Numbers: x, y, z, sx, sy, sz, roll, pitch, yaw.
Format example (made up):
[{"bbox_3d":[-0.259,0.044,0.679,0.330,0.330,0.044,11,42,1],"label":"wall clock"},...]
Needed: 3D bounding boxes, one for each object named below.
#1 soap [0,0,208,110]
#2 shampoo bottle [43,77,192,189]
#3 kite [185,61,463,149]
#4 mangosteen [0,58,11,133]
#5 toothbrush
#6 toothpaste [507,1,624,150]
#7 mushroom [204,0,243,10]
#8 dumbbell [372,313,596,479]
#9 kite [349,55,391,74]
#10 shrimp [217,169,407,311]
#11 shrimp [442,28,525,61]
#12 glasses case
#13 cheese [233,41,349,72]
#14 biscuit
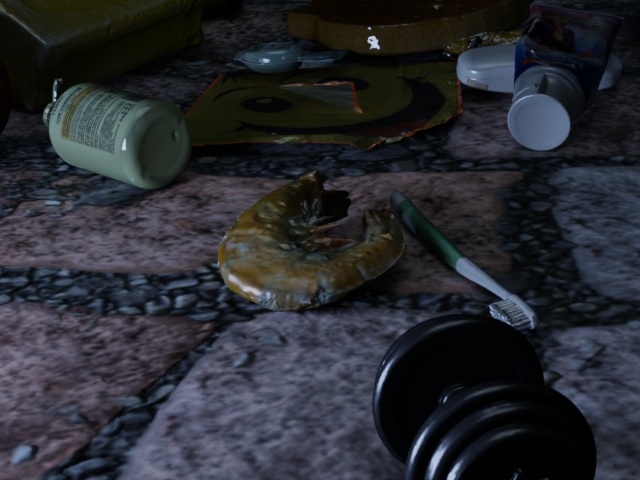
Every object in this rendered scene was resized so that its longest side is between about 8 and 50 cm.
[{"bbox_3d":[-0.272,-0.268,1.622,0.199,0.091,0.315,41,38,13],"label":"soap"},{"bbox_3d":[-0.191,-0.098,1.312,0.162,0.079,0.079,17,30,42],"label":"shampoo bottle"},{"bbox_3d":[-0.010,-0.142,1.477,0.377,0.013,0.327,-19,27,-31],"label":"kite"},{"bbox_3d":[-0.376,-0.133,1.340,0.181,0.146,0.156,-22,-7,-21],"label":"mangosteen"},{"bbox_3d":[0.098,0.011,1.084,0.024,0.018,0.257,-15,25,-12],"label":"toothbrush"},{"bbox_3d":[0.228,-0.172,1.403,0.096,0.061,0.266,13,34,11],"label":"toothpaste"},{"bbox_3d":[-0.250,-0.337,1.881,0.333,0.107,0.087,5,57,17],"label":"mushroom"},{"bbox_3d":[0.082,0.100,0.765,0.099,0.099,0.208,-7,22,-9],"label":"dumbbell"},{"bbox_3d":[0.063,-0.193,1.605,0.044,0.002,0.078,-16,26,-31],"label":"kite"},{"bbox_3d":[-0.001,0.003,1.094,0.132,0.052,0.187,13,33,9],"label":"shrimp"},{"bbox_3d":[0.211,-0.203,1.558,0.190,0.042,0.101,-8,10,-27],"label":"shrimp"},{"bbox_3d":[0.218,-0.172,1.474,0.164,0.041,0.063,-1,27,-1],"label":"glasses case"},{"bbox_3d":[-0.033,-0.195,1.572,0.120,0.026,0.067,2,21,17],"label":"cheese"},{"bbox_3d":[0.104,-0.257,1.693,0.273,0.049,0.257,-18,24,-36],"label":"biscuit"}]
